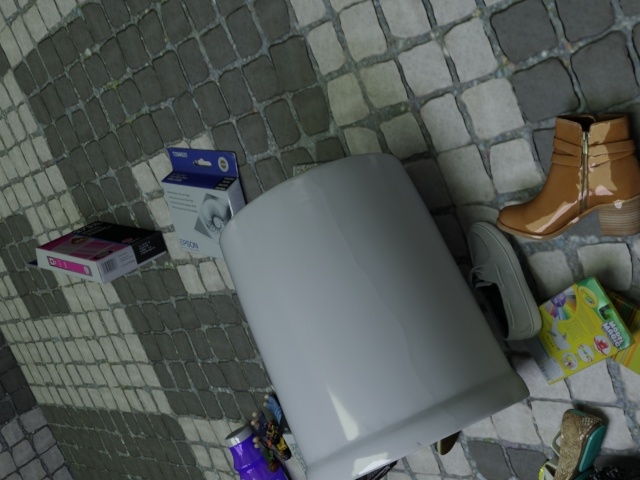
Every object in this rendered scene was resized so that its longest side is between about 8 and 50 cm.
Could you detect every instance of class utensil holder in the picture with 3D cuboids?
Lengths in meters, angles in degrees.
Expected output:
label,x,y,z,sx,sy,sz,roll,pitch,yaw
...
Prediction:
label,x,y,z,sx,sy,sz,roll,pitch,yaw
utensil holder,0.062,0.116,1.125,0.327,0.327,0.385,-45,65,50

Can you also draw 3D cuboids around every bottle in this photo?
label,x,y,z,sx,sy,sz,roll,pitch,yaw
bottle,-0.128,0.572,1.833,0.118,0.092,0.283,-26,94,55

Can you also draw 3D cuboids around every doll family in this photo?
label,x,y,z,sx,sy,sz,roll,pitch,yaw
doll family,-0.098,0.430,1.725,0.111,0.076,0.193,44,147,47

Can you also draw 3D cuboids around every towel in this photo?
label,x,y,z,sx,sy,sz,roll,pitch,yaw
towel,0.449,0.147,1.026,0.237,0.021,0.102,32,137,29

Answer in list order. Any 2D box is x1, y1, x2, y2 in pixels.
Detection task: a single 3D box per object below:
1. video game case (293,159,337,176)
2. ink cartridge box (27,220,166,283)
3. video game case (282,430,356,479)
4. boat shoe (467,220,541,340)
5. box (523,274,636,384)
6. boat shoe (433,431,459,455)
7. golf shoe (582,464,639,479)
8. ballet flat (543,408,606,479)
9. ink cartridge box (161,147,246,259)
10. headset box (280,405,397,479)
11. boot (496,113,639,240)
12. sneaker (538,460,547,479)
label,x,y,z,sx,sy,sz,roll,pitch,yaw
video game case,-0.003,-0.089,1.329,0.122,0.011,0.087,-1,88,46
ink cartridge box,-0.546,0.020,1.861,0.371,0.175,0.069,5,117,45
video game case,0.005,0.433,1.492,0.143,0.019,0.157,-20,100,52
boat shoe,0.246,0.058,1.113,0.066,0.063,0.184,-47,58,59
box,0.347,0.120,1.060,0.105,0.043,0.179,63,154,15
boat shoe,0.209,0.297,1.346,0.049,0.056,0.152,21,118,43
golf shoe,0.445,0.357,1.090,0.198,0.077,0.094,-35,101,34
ballet flat,0.378,0.338,1.186,0.067,0.073,0.206,35,128,43
ink cartridge box,-0.232,-0.072,1.578,0.223,0.045,0.224,9,119,43
headset box,0.030,0.298,1.483,0.218,0.110,0.293,23,129,36
boot,0.308,-0.083,0.990,0.197,0.073,0.152,-2,113,34
sneaker,0.368,0.394,1.252,0.035,0.031,0.083,18,126,38
